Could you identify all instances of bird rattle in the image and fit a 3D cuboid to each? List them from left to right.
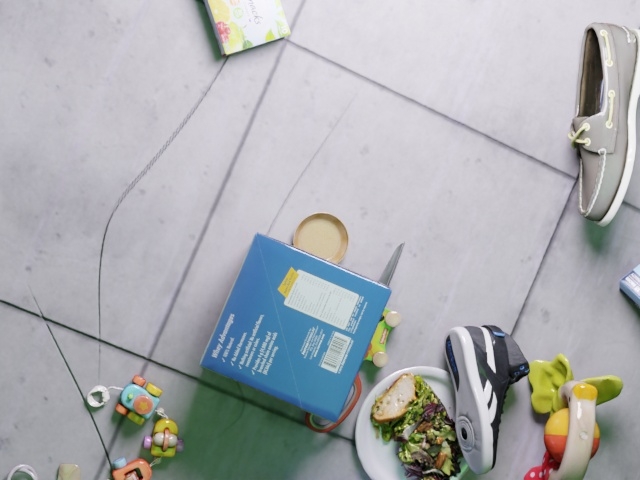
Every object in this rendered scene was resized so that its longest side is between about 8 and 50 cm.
[{"bbox_3d":[0.353,0.295,1.691,0.143,0.207,0.254,18,79,5],"label":"bird rattle"}]

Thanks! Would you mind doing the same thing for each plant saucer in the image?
[{"bbox_3d":[0.000,0.000,1.680,0.083,0.015,0.083,-1,94,-12],"label":"plant saucer"}]

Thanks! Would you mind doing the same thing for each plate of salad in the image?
[{"bbox_3d":[0.150,0.288,1.714,0.199,0.048,0.200,-1,93,-13],"label":"plate of salad"}]

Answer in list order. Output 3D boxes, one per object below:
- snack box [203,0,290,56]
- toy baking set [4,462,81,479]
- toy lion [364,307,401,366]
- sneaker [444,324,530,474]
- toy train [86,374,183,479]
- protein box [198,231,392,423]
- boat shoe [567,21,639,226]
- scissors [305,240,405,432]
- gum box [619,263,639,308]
[{"bbox_3d":[-0.112,-0.342,1.624,0.100,0.037,0.141,-20,97,-12],"label":"snack box"},{"bbox_3d":[-0.432,0.423,1.597,0.256,0.030,0.197,-23,98,-11],"label":"toy baking set"},{"bbox_3d":[0.060,0.140,1.696,0.096,0.034,0.100,19,89,-6],"label":"toy lion"},{"bbox_3d":[0.262,0.229,1.701,0.121,0.079,0.217,-4,80,-25],"label":"sneaker"},{"bbox_3d":[-0.261,0.276,1.620,0.125,0.046,0.166,-19,97,-11],"label":"toy train"},{"bbox_3d":[-0.034,0.117,1.595,0.201,0.136,0.200,23,89,0],"label":"protein box"},{"bbox_3d":[0.418,-0.175,1.721,0.091,0.109,0.305,12,84,-13],"label":"boat shoe"},{"bbox_3d":[0.062,0.145,1.674,0.109,0.021,0.297,40,90,4],"label":"scissors"},{"bbox_3d":[0.579,0.064,1.757,0.184,0.041,0.157,-37,60,-8],"label":"gum box"}]
